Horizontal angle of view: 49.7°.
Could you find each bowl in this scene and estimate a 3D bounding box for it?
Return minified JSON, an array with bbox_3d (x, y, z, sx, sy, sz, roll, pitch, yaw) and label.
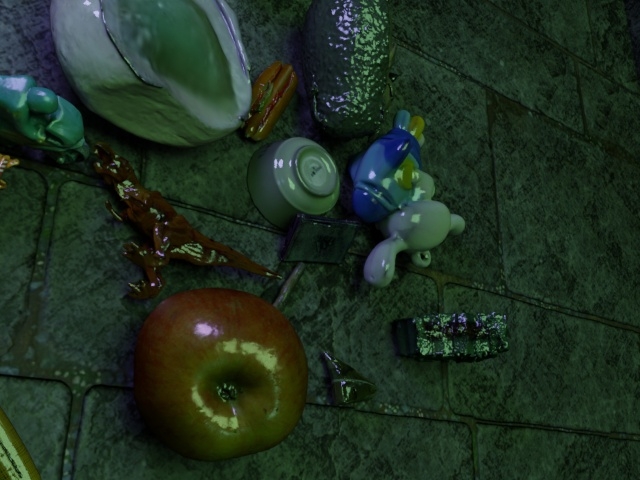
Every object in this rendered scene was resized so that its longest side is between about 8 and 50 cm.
[{"bbox_3d":[-0.039,-0.130,1.466,0.212,0.112,0.211,15,66,-36],"label":"bowl"}]

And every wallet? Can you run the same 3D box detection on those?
[{"bbox_3d":[0.000,-0.001,1.463,0.166,0.111,0.030,6,30,-36],"label":"wallet"}]

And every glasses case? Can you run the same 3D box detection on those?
[{"bbox_3d":[-0.462,0.292,0.986,0.064,0.079,0.234,-31,94,-35],"label":"glasses case"}]

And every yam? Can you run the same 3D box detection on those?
[{"bbox_3d":[-0.084,0.132,1.384,0.234,0.029,0.027,-62,142,-35],"label":"yam"}]

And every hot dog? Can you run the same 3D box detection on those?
[{"bbox_3d":[-0.114,-0.302,1.500,0.092,0.062,0.235,40,54,-25],"label":"hot dog"}]

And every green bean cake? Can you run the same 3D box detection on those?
[{"bbox_3d":[0.291,0.216,1.553,0.208,0.193,0.107,11,73,-34],"label":"green bean cake"}]

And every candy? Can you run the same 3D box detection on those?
[{"bbox_3d":[-0.316,-0.378,1.280,0.386,0.186,0.426,7,67,-46],"label":"candy"}]

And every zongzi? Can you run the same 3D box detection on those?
[{"bbox_3d":[0.063,0.279,1.437,0.109,0.055,0.119,2,62,-41],"label":"zongzi"}]

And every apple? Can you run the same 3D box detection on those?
[{"bbox_3d":[-0.155,0.216,1.137,0.302,0.302,0.301,15,65,-35],"label":"apple"}]

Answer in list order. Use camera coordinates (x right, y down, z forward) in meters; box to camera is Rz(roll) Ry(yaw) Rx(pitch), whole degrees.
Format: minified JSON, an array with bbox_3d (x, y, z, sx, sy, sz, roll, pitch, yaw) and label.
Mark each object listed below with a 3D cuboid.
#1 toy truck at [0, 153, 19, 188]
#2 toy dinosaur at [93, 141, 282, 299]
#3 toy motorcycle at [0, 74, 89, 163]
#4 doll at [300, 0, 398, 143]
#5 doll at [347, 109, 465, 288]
[{"bbox_3d":[-0.553,-0.016,1.008,0.135,0.114,0.270,28,56,-23],"label":"toy truck"},{"bbox_3d":[-0.268,0.014,1.241,0.432,0.097,0.208,44,42,-23],"label":"toy dinosaur"},{"bbox_3d":[-0.488,-0.196,1.069,0.297,0.198,0.109,21,67,-31],"label":"toy motorcycle"},{"bbox_3d":[0.072,-0.398,1.583,0.247,0.247,0.349,11,78,-36],"label":"doll"},{"bbox_3d":[0.179,-0.108,1.606,0.376,0.187,0.365,-33,106,-64],"label":"doll"}]
